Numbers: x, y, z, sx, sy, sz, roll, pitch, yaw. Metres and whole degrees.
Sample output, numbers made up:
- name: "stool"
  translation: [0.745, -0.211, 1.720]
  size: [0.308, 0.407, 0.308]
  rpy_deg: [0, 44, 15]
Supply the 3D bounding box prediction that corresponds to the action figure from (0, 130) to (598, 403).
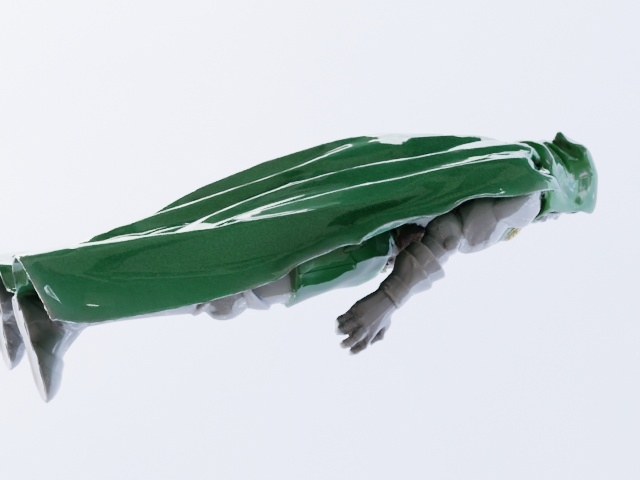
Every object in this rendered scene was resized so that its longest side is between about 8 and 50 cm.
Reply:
- name: "action figure"
  translation: [0.000, 0.000, 0.648]
  size: [0.232, 0.137, 0.063]
  rpy_deg: [-15, -74, -20]
